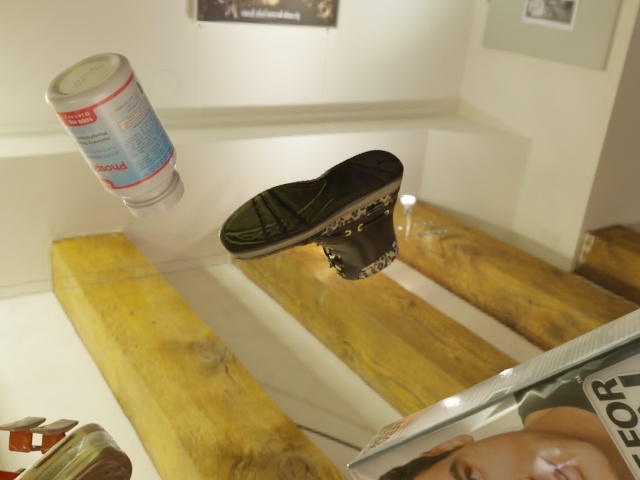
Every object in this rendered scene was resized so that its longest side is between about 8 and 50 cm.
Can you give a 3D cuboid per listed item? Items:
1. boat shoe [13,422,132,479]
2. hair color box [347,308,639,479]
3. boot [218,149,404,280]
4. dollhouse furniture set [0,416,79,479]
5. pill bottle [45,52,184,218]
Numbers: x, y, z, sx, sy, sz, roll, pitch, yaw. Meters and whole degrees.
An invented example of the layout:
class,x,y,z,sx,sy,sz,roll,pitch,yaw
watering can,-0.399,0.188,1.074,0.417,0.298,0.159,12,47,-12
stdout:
class,x,y,z,sx,sy,sz,roll,pitch,yaw
boat shoe,-0.382,0.356,0.842,0.302,0.109,0.098,-42,-134,-20
hair color box,0.232,0.200,0.604,0.374,0.185,0.113,-33,172,25
boot,0.002,0.001,0.849,0.236,0.179,0.085,-25,-126,-10
dollhouse furniture set,-0.485,0.467,1.204,0.259,0.262,0.135,1,176,16
pill bottle,-0.202,-0.102,0.688,0.087,0.160,0.087,-12,-138,11
